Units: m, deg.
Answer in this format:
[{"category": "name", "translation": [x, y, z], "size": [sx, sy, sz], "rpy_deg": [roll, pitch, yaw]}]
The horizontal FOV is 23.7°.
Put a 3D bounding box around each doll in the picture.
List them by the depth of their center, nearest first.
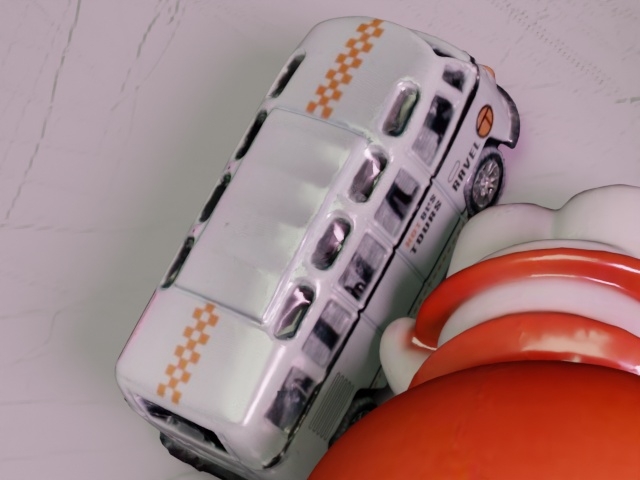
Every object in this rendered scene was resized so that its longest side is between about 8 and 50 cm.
[{"category": "doll", "translation": [0.062, 0.102, 0.461], "size": [0.161, 0.130, 0.290], "rpy_deg": [-8, 43, 24]}]

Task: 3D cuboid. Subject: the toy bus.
[{"category": "toy bus", "translation": [0.000, 0.000, 0.581], "size": [0.087, 0.089, 0.194], "rpy_deg": [21, 76, 32]}]
